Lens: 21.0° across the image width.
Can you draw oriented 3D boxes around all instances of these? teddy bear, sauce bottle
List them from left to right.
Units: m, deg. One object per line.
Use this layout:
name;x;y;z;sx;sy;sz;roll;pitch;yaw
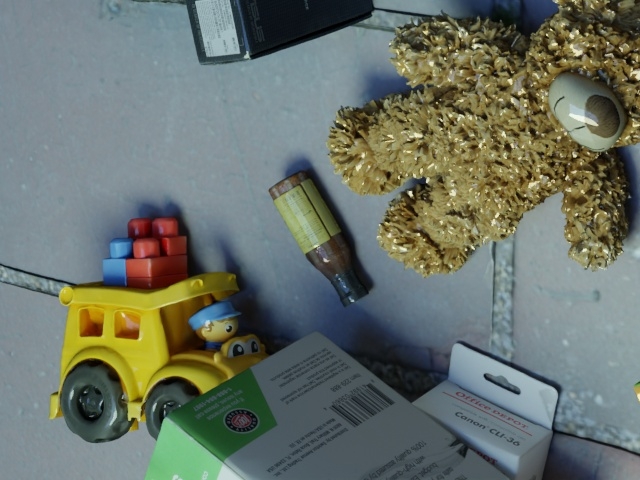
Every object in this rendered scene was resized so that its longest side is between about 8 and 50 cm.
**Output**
sauce bottle;0.000;0.000;1.553;0.042;0.042;0.128;-30;87;39
teddy bear;0.145;-0.079;1.377;0.338;0.113;0.245;-6;106;37

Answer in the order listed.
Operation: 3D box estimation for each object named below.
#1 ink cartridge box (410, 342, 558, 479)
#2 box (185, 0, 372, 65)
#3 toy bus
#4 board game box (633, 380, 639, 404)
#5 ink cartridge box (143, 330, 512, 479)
ink cartridge box;0.131;0.203;1.521;0.115;0.067;0.198;23;119;28
box;-0.047;-0.273;1.391;0.059;0.183;0.232;-2;105;35
toy bus;-0.138;0.084;1.636;0.220;0.149;0.211;3;93;32
board game box;0.369;0.072;1.265;0.259;0.124;0.039;-23;91;39
ink cartridge box;0.026;0.231;1.428;0.289;0.211;0.121;37;126;23
